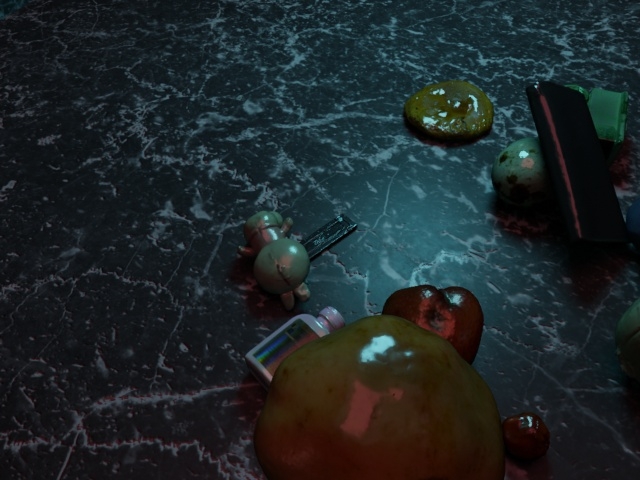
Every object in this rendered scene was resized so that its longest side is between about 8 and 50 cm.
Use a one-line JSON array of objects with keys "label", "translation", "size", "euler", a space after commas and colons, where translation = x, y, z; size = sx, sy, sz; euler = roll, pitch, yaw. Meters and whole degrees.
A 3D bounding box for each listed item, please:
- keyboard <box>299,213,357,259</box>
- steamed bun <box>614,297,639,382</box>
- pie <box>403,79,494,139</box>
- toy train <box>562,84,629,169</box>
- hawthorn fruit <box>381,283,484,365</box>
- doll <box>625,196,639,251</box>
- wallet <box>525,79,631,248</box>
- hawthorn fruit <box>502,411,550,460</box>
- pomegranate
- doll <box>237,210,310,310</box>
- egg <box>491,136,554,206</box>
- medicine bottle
[{"label": "keyboard", "translation": [0.000, 0.000, 1.408], "size": [0.204, 0.013, 0.061], "euler": [-35, 56, -22]}, {"label": "steamed bun", "translation": [0.748, 0.192, 1.010], "size": [0.333, 0.312, 0.233], "euler": [-7, 57, 0]}, {"label": "pie", "translation": [0.386, -0.391, 1.674], "size": [0.273, 0.069, 0.274], "euler": [-4, 53, 5]}, {"label": "toy train", "translation": [0.727, -0.318, 1.540], "size": [0.201, 0.145, 0.266], "euler": [18, 54, 14]}, {"label": "hawthorn fruit", "translation": [0.222, 0.211, 1.112], "size": [0.207, 0.207, 0.244], "euler": [3, 63, 6]}, {"label": "doll", "translation": [0.804, 0.007, 1.262], "size": [0.228, 0.154, 0.259], "euler": [23, 54, -28]}, {"label": "wallet", "translation": [0.618, -0.181, 1.337], "size": [0.228, 0.062, 0.407], "euler": [1, 73, -37]}, {"label": "hawthorn fruit", "translation": [0.381, 0.366, 1.042], "size": [0.092, 0.093, 0.093], "euler": [-2, 50, 2]}, {"label": "pomegranate", "translation": [0.098, 0.321, 0.911], "size": [0.410, 0.412, 0.412], "euler": [-2, 50, 2]}, {"label": "doll", "translation": [-0.112, 0.033, 1.319], "size": [0.154, 0.113, 0.275], "euler": [-28, 54, 2]}, {"label": "egg", "translation": [0.534, -0.181, 1.425], "size": [0.169, 0.169, 0.231], "euler": [26, 45, 23]}, {"label": "medicine bottle", "translation": [-0.044, 0.227, 1.180], "size": [0.219, 0.078, 0.115], "euler": [-36, 56, -23]}]
